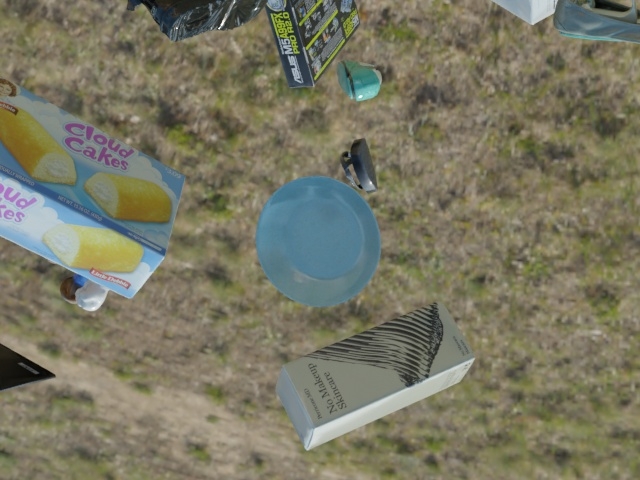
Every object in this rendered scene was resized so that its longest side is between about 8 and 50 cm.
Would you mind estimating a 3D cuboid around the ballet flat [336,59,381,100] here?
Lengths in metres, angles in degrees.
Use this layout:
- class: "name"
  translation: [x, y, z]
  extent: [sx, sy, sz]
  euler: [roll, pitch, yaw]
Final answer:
- class: "ballet flat"
  translation: [0.093, -0.366, 2.097]
  extent: [0.087, 0.247, 0.083]
  euler: [-10, 110, -3]

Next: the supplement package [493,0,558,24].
- class: "supplement package"
  translation: [0.427, -0.570, 1.693]
  extent: [0.262, 0.199, 0.198]
  euler: [-29, 137, -14]

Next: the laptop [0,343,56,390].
- class: "laptop"
  translation: [-0.518, 0.199, 1.139]
  extent: [0.234, 0.264, 0.137]
  euler: [23, 153, 20]

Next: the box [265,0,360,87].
- class: "box"
  translation: [-0.014, -0.461, 1.814]
  extent: [0.060, 0.270, 0.216]
  euler: [3, 130, 26]

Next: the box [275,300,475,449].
- class: "box"
  translation: [0.080, 0.196, 1.357]
  extent: [0.275, 0.113, 0.094]
  euler: [-21, 154, -22]

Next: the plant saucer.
- class: "plant saucer"
  translation: [0.000, 0.000, 1.361]
  extent: [0.194, 0.195, 0.037]
  euler: [2, -173, 19]

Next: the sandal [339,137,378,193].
- class: "sandal"
  translation: [0.069, -0.129, 1.670]
  extent: [0.054, 0.097, 0.254]
  euler: [-14, -179, 5]

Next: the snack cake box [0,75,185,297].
- class: "snack cake box"
  translation: [-0.297, -0.064, 1.043]
  extent: [0.264, 0.152, 0.089]
  euler: [28, 128, -21]

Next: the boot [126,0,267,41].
- class: "boot"
  translation: [-0.110, -0.210, 0.730]
  extent: [0.099, 0.121, 0.045]
  euler: [47, 136, 14]

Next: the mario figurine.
- class: "mario figurine"
  translation: [-0.413, -0.009, 1.553]
  extent: [0.198, 0.170, 0.320]
  euler: [33, 142, -8]

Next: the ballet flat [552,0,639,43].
- class: "ballet flat"
  translation: [0.394, -0.271, 1.130]
  extent: [0.213, 0.072, 0.068]
  euler: [15, 127, 18]
